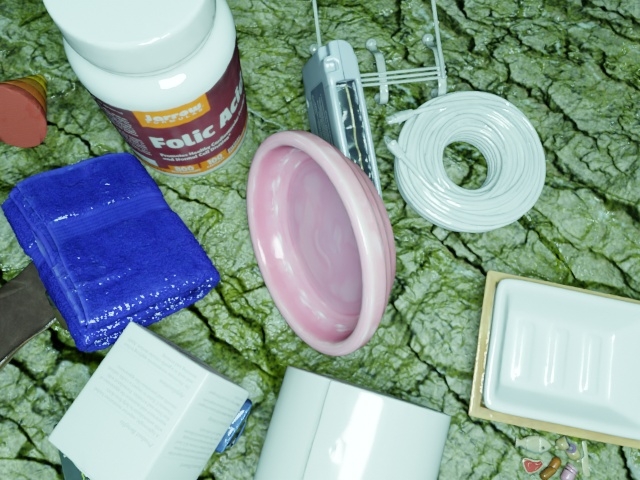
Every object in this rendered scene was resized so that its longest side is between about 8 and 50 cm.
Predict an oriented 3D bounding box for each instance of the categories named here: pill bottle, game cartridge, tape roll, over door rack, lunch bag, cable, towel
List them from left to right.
[{"bbox_3d":[-0.322,-0.005,0.820,0.228,0.076,0.308,-28,64,-26],"label":"towel"},{"bbox_3d":[-0.227,-0.255,0.783,0.224,0.392,0.224,1,78,-3],"label":"pill bottle"},{"bbox_3d":[-0.150,0.282,0.837,0.065,0.067,0.098,30,78,4],"label":"lunch bag"},{"bbox_3d":[0.032,-0.147,0.859,0.060,0.196,0.294,-13,99,-14],"label":"game cartridge"},{"bbox_3d":[0.045,0.291,0.759,0.246,0.246,0.169,17,77,0],"label":"tape roll"},{"bbox_3d":[0.096,-0.408,0.968,0.240,0.108,0.324,-7,99,-5],"label":"over door rack"},{"bbox_3d":[0.256,-0.135,0.944,0.257,0.089,0.257,-24,81,-9],"label":"cable"}]

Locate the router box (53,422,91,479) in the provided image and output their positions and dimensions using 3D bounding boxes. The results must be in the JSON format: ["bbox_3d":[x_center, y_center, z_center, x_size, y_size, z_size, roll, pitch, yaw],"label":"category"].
[{"bbox_3d":[-0.347,0.327,0.830,0.092,0.038,0.122,-18,79,-7],"label":"router box"}]

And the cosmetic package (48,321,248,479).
[{"bbox_3d":[-0.227,0.241,0.743,0.151,0.151,0.183,26,74,24],"label":"cosmetic package"}]

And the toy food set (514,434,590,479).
[{"bbox_3d":[0.382,0.359,0.878,0.122,0.019,0.078,0,78,-4],"label":"toy food set"}]

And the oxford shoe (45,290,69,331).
[{"bbox_3d":[-0.310,0.087,0.874,0.227,0.083,0.096,-16,113,-16],"label":"oxford shoe"}]

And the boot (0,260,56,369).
[{"bbox_3d":[-0.472,0.106,0.784,0.090,0.207,0.248,30,78,3],"label":"boot"}]

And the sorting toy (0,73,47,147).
[{"bbox_3d":[-0.630,-0.262,0.926,0.366,0.127,0.126,8,48,1],"label":"sorting toy"}]

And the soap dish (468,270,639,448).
[{"bbox_3d":[0.386,0.190,0.865,0.291,0.118,0.228,12,77,-1],"label":"soap dish"}]

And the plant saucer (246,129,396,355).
[{"bbox_3d":[0.000,0.000,0.792,0.084,0.332,0.332,-18,79,-30],"label":"plant saucer"}]
